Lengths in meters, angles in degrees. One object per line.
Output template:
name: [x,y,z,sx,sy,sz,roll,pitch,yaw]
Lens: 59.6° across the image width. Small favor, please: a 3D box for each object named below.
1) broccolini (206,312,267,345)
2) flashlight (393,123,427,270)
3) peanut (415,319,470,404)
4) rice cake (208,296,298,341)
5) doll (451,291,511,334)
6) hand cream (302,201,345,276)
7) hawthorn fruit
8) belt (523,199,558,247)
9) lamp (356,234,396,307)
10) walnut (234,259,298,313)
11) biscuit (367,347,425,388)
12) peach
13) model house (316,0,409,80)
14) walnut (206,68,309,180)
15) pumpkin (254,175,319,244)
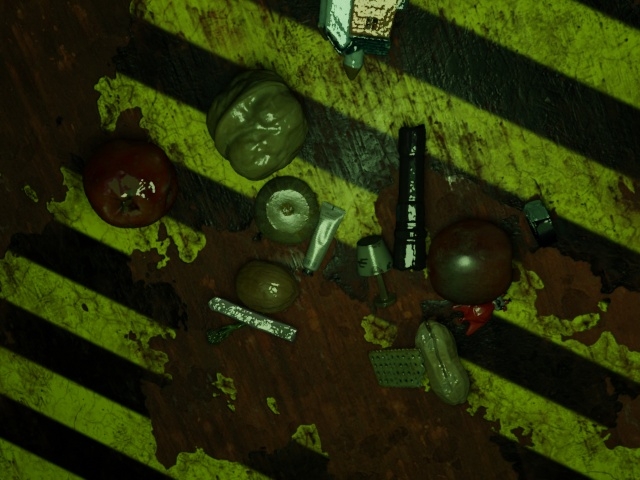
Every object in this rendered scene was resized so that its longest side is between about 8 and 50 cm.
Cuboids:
broccolini: [-0.270,0.288,1.830,0.216,0.067,0.058,-21,102,2]
flashlight: [0.262,-0.122,1.616,0.103,0.103,0.425,2,93,7]
peanut: [0.376,0.379,1.722,0.130,0.130,0.291,-22,97,12]
rice cake: [-0.207,0.246,1.749,0.297,0.106,0.050,23,82,-2]
doll: [0.497,0.209,1.701,0.169,0.057,0.109,-28,100,13]
hand cream: [0.000,0.000,1.731,0.080,0.050,0.234,24,100,8]
hawthorn fruit: [-0.563,-0.159,1.656,0.275,0.300,0.276,-4,122,-6]
belt: [0.629,-0.047,1.604,0.058,0.105,0.140,-22,89,12]
lamp: [0.172,0.096,1.691,0.121,0.121,0.215,-11,110,10]
walnut: [-0.165,0.143,1.721,0.207,0.167,0.168,12,104,17]
biscuit: [0.245,0.403,1.753,0.203,0.016,0.144,-11,103,40]
peach: [0.422,0.065,1.591,0.252,0.252,0.253,2,103,7]
model house: [0.099,-0.594,1.536,0.252,0.184,0.292,10,117,-1]
walnut: [-0.174,-0.326,1.571,0.282,0.253,0.277,45,102,-3]
pumpkin: [-0.113,-0.087,1.685,0.217,0.110,0.218,1,97,10]
